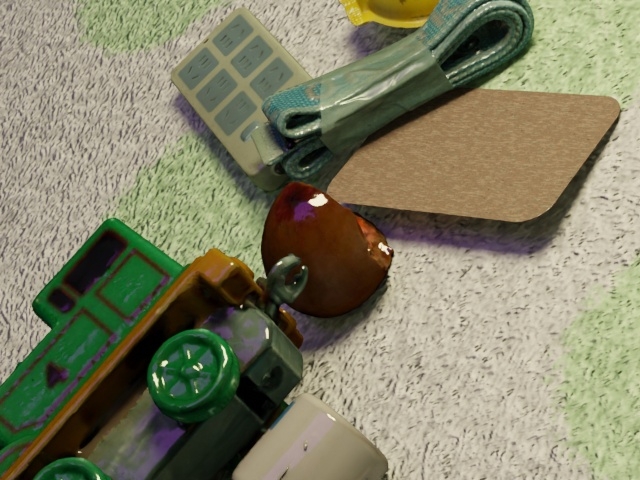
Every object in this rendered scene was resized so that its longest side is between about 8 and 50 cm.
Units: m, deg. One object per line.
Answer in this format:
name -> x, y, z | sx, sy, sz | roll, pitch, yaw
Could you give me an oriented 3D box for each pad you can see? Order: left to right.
pad -> 0.141, -0.085, 1.812 | 0.266, 0.002, 0.176 | 8, 48, 42

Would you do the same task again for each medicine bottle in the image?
medicine bottle -> -0.030, 0.221, 1.634 | 0.168, 0.105, 0.105 | -49, 41, -8

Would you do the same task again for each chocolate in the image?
chocolate -> 0.000, 0.000, 1.783 | 0.124, 0.133, 0.127 | -6, 50, 40

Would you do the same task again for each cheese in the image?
cheese -> 0.145, -0.298, 1.973 | 0.270, 0.069, 0.177 | -28, 46, 2

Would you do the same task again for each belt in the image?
belt -> 0.068, -0.164, 1.881 | 0.302, 0.087, 0.072 | -30, 43, 3

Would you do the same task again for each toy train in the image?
toy train -> -0.186, 0.155, 1.707 | 0.249, 0.178, 0.429 | 37, 82, 34

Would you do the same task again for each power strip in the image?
power strip -> -0.068, -0.151, 2.036 | 0.118, 0.046, 0.270 | -41, 41, 2

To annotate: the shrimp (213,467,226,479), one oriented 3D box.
shrimp -> -0.222, 0.222, 1.824 | 0.365, 0.071, 0.233 | -39, 45, -4
